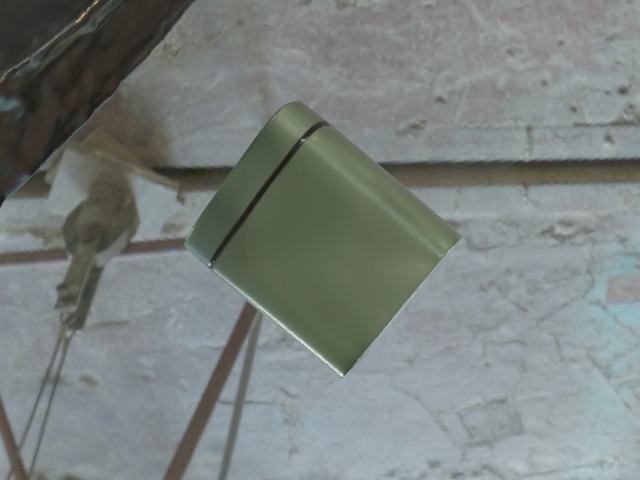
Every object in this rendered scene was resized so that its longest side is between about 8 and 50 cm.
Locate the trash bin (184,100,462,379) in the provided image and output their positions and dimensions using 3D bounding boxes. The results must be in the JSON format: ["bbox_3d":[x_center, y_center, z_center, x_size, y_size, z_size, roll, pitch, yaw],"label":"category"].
[{"bbox_3d":[0.000,0.000,0.600,0.130,0.059,0.116,40,109,7],"label":"trash bin"}]

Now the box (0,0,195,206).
[{"bbox_3d":[-0.229,-0.160,0.596,0.359,0.350,0.091,23,152,34],"label":"box"}]
